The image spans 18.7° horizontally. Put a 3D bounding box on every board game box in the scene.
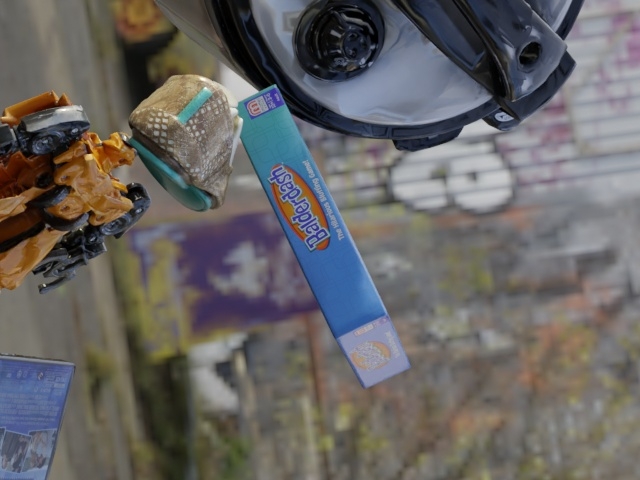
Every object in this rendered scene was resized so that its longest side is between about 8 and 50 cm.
[{"bbox_3d":[0.000,0.000,1.539,0.160,0.047,0.210,63,2,-69],"label":"board game box"}]

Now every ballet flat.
[{"bbox_3d":[-0.075,-0.061,1.191,0.073,0.067,0.206,41,-4,-2],"label":"ballet flat"}]

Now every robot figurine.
[{"bbox_3d":[-0.281,-0.018,1.566,0.085,0.291,0.211,62,2,31],"label":"robot figurine"}]

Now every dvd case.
[{"bbox_3d":[-0.293,0.221,1.671,0.180,0.022,0.253,15,89,-66],"label":"dvd case"}]

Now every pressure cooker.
[{"bbox_3d":[0.042,-0.280,1.724,0.420,0.370,0.375,-137,-131,-62],"label":"pressure cooker"}]
